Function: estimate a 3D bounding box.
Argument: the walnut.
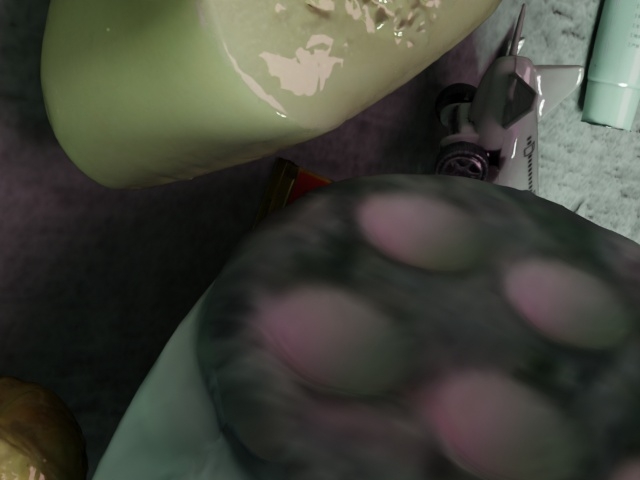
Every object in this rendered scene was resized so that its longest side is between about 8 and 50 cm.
[{"bbox_3d":[-0.174,0.132,0.584,0.105,0.105,0.124,-35,140,-36],"label":"walnut"}]

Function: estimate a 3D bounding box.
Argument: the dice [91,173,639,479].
[{"bbox_3d":[0.070,0.177,0.638,0.330,0.328,0.348,-47,159,-47],"label":"dice"}]

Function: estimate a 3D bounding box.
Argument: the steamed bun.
[{"bbox_3d":[-0.029,-0.143,0.556,0.250,0.200,0.155,-40,110,-36],"label":"steamed bun"}]

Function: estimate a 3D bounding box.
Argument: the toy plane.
[{"bbox_3d":[0.137,-0.050,0.865,0.251,0.101,0.255,-83,178,-46],"label":"toy plane"}]

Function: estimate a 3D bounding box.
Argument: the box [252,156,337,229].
[{"bbox_3d":[0.000,0.000,0.793,0.133,0.023,0.090,21,93,-52],"label":"box"}]

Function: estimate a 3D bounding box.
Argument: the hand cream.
[{"bbox_3d":[0.309,-0.268,1.013,0.085,0.058,0.331,-1,107,-49],"label":"hand cream"}]
